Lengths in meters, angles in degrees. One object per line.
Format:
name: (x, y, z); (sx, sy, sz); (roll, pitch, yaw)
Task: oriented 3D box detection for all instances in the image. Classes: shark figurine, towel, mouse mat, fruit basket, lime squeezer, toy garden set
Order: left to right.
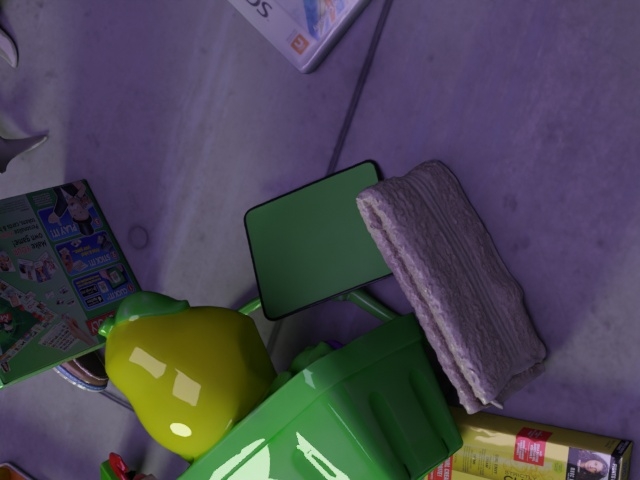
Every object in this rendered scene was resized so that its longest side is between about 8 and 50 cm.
shark figurine: (-0.469, -0.223, 1.962); (0.166, 0.116, 0.278); (-3, 96, 27)
toy garden set: (-0.194, 0.368, 1.911); (0.244, 0.049, 0.203); (50, 155, 21)
fruit basket: (-0.077, 0.196, 1.743); (0.392, 0.283, 0.392); (7, 104, 30)
lime squeezer: (-0.012, 0.076, 1.844); (0.310, 0.059, 0.110); (-2, 129, 24)
mouse mat: (0.000, 0.000, 1.799); (0.190, 0.007, 0.152); (-21, 67, 20)
towel: (0.153, 0.047, 1.676); (0.049, 0.187, 0.282); (-31, 87, 31)

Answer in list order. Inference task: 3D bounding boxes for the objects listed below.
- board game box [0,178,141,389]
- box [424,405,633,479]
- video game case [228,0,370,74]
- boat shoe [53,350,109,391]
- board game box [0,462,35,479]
board game box: (-0.348, 0.049, 1.838); (0.046, 0.317, 0.213); (-28, 87, 29)
box: (0.240, 0.257, 1.745); (0.232, 0.058, 0.087); (10, 105, 24)
video game case: (-0.021, -0.414, 1.756); (0.300, 0.036, 0.329); (45, 114, 11)
boat shoe: (-0.339, 0.121, 1.988); (0.183, 0.066, 0.066); (45, 113, 11)
board game box: (-0.393, 0.566, 2.038); (0.390, 0.050, 0.390); (32, 92, 17)
